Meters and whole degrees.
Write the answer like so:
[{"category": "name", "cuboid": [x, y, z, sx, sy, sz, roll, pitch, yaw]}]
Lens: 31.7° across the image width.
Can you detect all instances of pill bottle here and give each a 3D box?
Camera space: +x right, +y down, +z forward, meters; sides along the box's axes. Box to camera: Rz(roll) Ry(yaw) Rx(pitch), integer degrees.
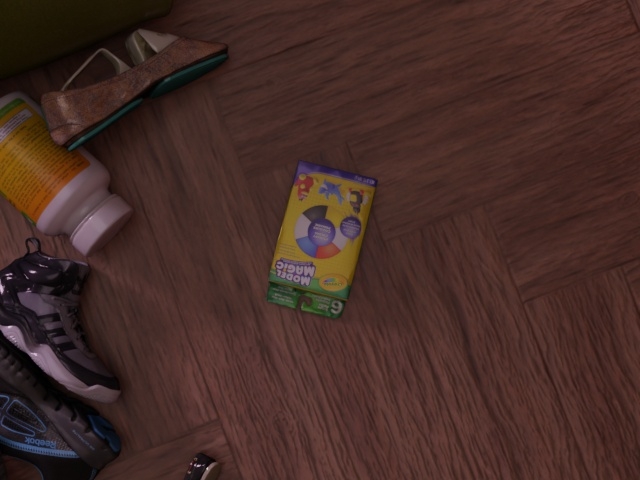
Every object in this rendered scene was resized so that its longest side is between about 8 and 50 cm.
[{"category": "pill bottle", "cuboid": [-0.401, -0.093, 1.670, 0.246, 0.136, 0.136, 43, 86, 1]}]

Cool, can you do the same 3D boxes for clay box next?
[{"category": "clay box", "cuboid": [0.000, 0.000, 1.721, 0.128, 0.053, 0.222, 14, 85, -1]}]

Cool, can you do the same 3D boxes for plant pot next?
[{"category": "plant pot", "cuboid": [-0.406, -0.410, 1.609, 0.353, 0.366, 0.366, -14, 87, -15]}]

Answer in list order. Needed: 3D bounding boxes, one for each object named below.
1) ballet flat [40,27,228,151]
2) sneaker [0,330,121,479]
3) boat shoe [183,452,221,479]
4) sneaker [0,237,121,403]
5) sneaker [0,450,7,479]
[{"category": "ballet flat", "cuboid": [-0.274, -0.247, 1.653, 0.316, 0.107, 0.106, -36, 96, -31]}, {"category": "sneaker", "cuboid": [-0.458, 0.238, 1.656, 0.341, 0.125, 0.139, 44, 91, 3]}, {"category": "boat shoe", "cuboid": [-0.196, 0.384, 1.698, 0.042, 0.049, 0.133, 28, 93, 28]}, {"category": "sneaker", "cuboid": [-0.375, 0.114, 1.675, 0.269, 0.101, 0.153, 40, 88, 3]}, {"category": "sneaker", "cuboid": [-0.613, 0.280, 1.633, 0.410, 0.182, 0.158, 43, 54, 8]}]
